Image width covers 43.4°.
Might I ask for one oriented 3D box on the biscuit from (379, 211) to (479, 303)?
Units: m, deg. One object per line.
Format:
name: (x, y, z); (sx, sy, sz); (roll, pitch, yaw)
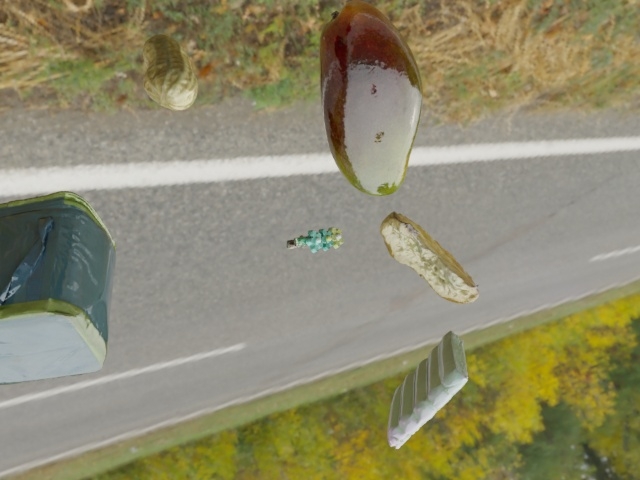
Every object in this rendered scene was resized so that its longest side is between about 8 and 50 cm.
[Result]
biscuit: (0.161, 0.028, 1.228); (0.061, 0.183, 0.118); (-48, -173, 12)

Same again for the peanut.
peanut: (-0.272, -0.300, 1.437); (0.093, 0.194, 0.083); (-41, 137, 15)

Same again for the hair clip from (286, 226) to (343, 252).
hair clip: (0.001, 0.001, 1.604); (0.049, 0.049, 0.173); (-33, 167, 35)

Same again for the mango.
mango: (0.068, -0.176, 1.053); (0.133, 0.267, 0.111); (-6, -153, 6)

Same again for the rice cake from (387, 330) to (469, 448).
rice cake: (0.174, 0.239, 1.315); (0.189, 0.037, 0.198); (-50, -178, 21)

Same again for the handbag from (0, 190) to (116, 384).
handbag: (-0.467, 0.082, 1.296); (0.263, 0.241, 0.222); (-10, 141, 8)
